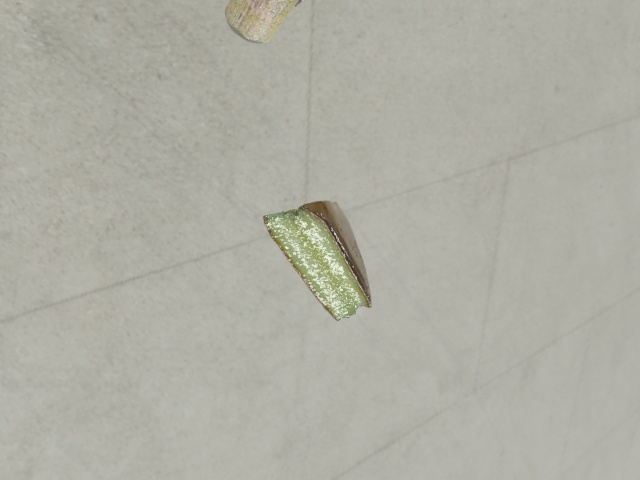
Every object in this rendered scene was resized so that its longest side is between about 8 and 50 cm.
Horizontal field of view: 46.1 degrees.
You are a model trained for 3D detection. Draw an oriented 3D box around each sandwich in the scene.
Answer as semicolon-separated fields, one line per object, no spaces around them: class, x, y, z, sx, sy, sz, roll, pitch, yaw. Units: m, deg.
sandwich;0.000;0.000;0.379;0.031;0.044;0.083;-18;135;12

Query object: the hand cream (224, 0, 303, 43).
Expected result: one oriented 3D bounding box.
hand cream;-0.013;-0.231;0.565;0.084;0.084;0.203;-7;148;-43
